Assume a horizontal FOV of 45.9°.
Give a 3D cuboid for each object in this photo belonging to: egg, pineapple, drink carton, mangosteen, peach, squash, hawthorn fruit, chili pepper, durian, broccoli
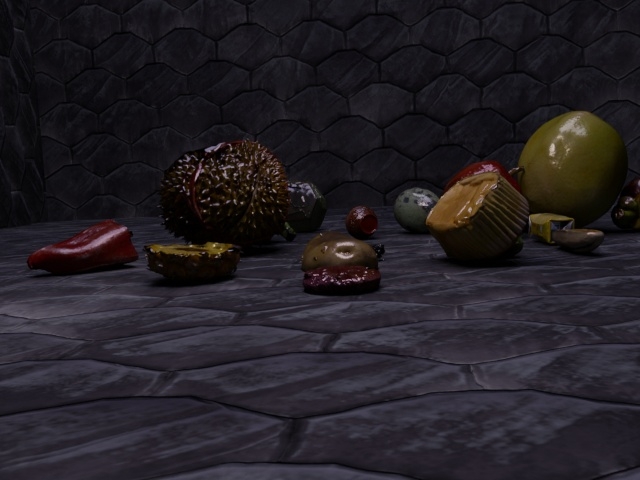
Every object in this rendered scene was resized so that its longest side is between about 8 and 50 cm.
[{"bbox_3d":[0.306,-0.091,2.336,0.141,0.141,0.181,-7,15,-33],"label":"egg"},{"bbox_3d":[-0.265,0.044,1.576,0.224,0.076,0.225,0,7,0],"label":"pineapple"},{"bbox_3d":[0.580,-0.033,1.933,0.084,0.075,0.200,-3,7,-4],"label":"drink carton"},{"bbox_3d":[0.881,-0.084,2.060,0.145,0.156,0.181,29,47,13],"label":"mangosteen"},{"bbox_3d":[0.705,-0.189,2.111,0.315,0.314,0.281,-46,30,-24],"label":"peach"},{"bbox_3d":[0.390,-0.002,1.762,0.066,0.066,0.252,-5,5,-16],"label":"squash"},{"bbox_3d":[0.456,-0.122,2.060,0.253,0.205,0.205,-36,14,-12],"label":"hawthorn fruit"},{"bbox_3d":[-0.569,0.033,1.815,0.252,0.136,0.144,-21,61,-40],"label":"chili pepper"},{"bbox_3d":[-0.252,-0.116,2.051,0.347,0.348,0.384,-8,16,-43],"label":"durian"},{"bbox_3d":[-0.146,-0.053,2.286,0.160,0.167,0.154,36,28,9],"label":"broccoli"},{"bbox_3d":[0.094,0.019,1.754,0.124,0.058,0.058,1,7,35],"label":"pineapple"}]

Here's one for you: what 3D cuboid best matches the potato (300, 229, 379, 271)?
[{"bbox_3d":[0.042,0.023,1.635,0.164,0.081,0.200,-5,8,-26],"label":"potato"}]

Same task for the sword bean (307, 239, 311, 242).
[{"bbox_3d":[0.000,0.000,2.222,0.083,0.012,0.012,-7,7,-29],"label":"sword bean"}]

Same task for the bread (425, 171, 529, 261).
[{"bbox_3d":[0.339,-0.044,1.626,0.133,0.179,0.250,38,-14,-13],"label":"bread"}]

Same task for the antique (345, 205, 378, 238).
[{"bbox_3d":[0.122,-0.054,2.249,0.104,0.104,0.104,-3,6,0],"label":"antique"}]

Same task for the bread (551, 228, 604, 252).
[{"bbox_3d":[0.575,0.000,1.705,0.073,0.053,0.214,1,3,-2],"label":"bread"}]

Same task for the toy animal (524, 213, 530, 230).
[{"bbox_3d":[0.562,-0.077,2.224,0.124,0.124,0.212,2,14,39],"label":"toy animal"}]

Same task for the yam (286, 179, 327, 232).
[{"bbox_3d":[-0.123,-0.116,2.620,0.271,0.202,0.202,5,8,13],"label":"yam"}]

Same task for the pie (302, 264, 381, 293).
[{"bbox_3d":[0.041,0.070,1.366,0.154,0.036,0.154,-2,7,0],"label":"pie"}]
